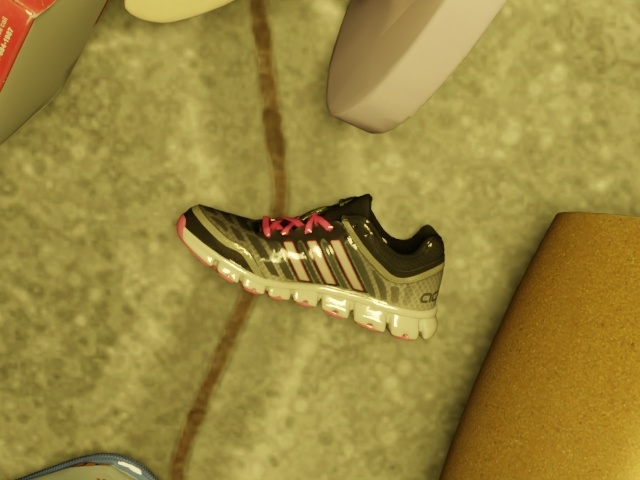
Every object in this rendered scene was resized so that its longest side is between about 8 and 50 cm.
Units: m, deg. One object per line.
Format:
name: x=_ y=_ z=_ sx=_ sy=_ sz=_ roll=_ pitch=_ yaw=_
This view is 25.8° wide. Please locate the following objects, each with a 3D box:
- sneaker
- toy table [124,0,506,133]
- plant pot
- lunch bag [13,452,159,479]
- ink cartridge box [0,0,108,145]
sneaker: x=0.000 y=0.000 z=0.841 sx=0.170 sy=0.063 sz=0.075 roll=19 pitch=104 yaw=-6
toy table: x=0.022 y=-0.203 z=0.716 sx=0.161 sy=0.252 sz=0.274 roll=22 pitch=104 yaw=-18
plant pot: x=0.175 y=0.116 z=0.787 sx=0.237 sy=0.237 sz=0.254 roll=8 pitch=90 yaw=2
lunch bag: x=-0.170 y=0.291 z=0.895 sx=0.243 sy=0.115 sz=0.303 roll=-23 pitch=101 yaw=11
ink cartridge box: x=-0.214 y=-0.144 z=0.734 sx=0.176 sy=0.127 sz=0.128 roll=35 pitch=127 yaw=-3
